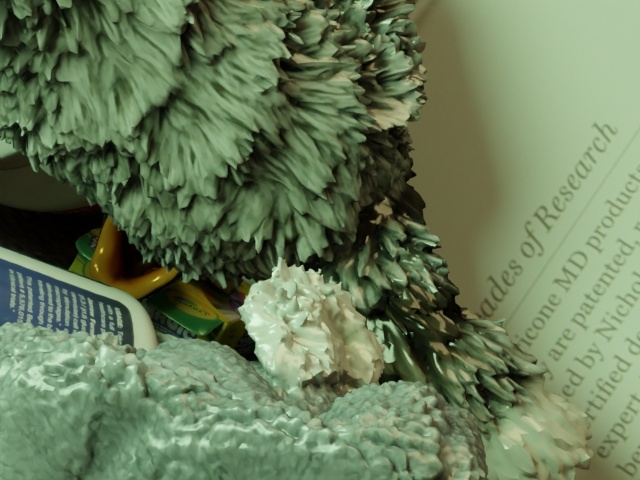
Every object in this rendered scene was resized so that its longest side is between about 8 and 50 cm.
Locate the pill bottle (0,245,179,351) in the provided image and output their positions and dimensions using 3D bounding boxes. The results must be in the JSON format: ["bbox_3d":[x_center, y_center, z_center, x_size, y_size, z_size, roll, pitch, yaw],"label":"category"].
[{"bbox_3d":[-0.133,0.056,0.874,0.169,0.094,0.094,22,15,-33],"label":"pill bottle"}]

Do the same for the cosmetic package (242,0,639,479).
[{"bbox_3d":[0.221,0.016,1.170,0.393,0.327,0.329,33,-3,12],"label":"cosmetic package"}]

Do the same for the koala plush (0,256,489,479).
[{"bbox_3d":[-0.040,0.100,0.720,0.203,0.196,0.221,23,14,11],"label":"koala plush"}]

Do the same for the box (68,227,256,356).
[{"bbox_3d":[-0.085,0.032,1.210,0.105,0.043,0.179,34,11,13],"label":"box"}]

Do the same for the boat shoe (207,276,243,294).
[{"bbox_3d":[-0.056,-0.019,1.230,0.059,0.063,0.170,37,13,-4],"label":"boat shoe"}]

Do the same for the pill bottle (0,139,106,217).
[{"bbox_3d":[-0.148,-0.103,1.206,0.176,0.176,0.318,33,6,13],"label":"pill bottle"}]

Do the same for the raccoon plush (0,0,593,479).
[{"bbox_3d":[-0.048,-0.066,0.842,0.446,0.216,0.299,42,13,15],"label":"raccoon plush"}]

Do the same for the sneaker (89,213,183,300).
[{"bbox_3d":[-0.063,-0.042,1.061,0.084,0.215,0.083,35,40,7],"label":"sneaker"}]
